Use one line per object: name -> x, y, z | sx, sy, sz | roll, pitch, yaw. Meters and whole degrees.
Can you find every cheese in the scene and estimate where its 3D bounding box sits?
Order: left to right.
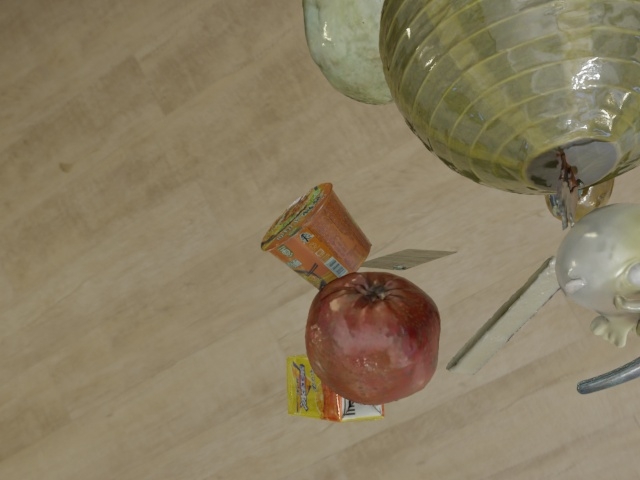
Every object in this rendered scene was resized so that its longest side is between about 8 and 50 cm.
cheese -> 0.431, 0.183, 1.773 | 0.085, 0.034, 0.400 | 18, 126, -24

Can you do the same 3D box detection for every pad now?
pad -> 0.219, 0.044, 1.985 | 0.160, 0.265, 0.009 | 3, 100, 40

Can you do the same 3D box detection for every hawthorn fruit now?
hawthorn fruit -> 0.109, 0.200, 1.541 | 0.276, 0.299, 0.275 | -9, 47, 10

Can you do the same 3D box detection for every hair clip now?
hair clip -> 0.484, 0.168, 1.138 | 0.230, 0.070, 0.039 | -32, 119, 3

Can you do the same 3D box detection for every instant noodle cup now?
instant noodle cup -> 0.000, 0.000, 1.846 | 0.230, 0.230, 0.182 | -40, 108, 16

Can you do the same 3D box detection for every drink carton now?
drink carton -> 0.025, 0.339, 1.811 | 0.111, 0.351, 0.154 | 1, 80, -21

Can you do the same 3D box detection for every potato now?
potato -> 0.525, -0.122, 1.569 | 0.137, 0.137, 0.175 | 1, 93, 19

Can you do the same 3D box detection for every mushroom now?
mushroom -> 0.094, -0.311, 0.929 | 0.190, 0.164, 0.267 | 39, 74, -25

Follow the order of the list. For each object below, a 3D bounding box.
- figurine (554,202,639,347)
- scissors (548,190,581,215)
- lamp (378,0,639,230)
figurine -> 0.565, 0.124, 1.275 | 0.227, 0.274, 0.394 | -36, 66, -28
scissors -> 0.383, -0.240, 1.347 | 0.029, 0.256, 0.383 | -13, 82, 8
lamp -> 0.168, -0.133, 0.564 | 0.250, 0.250, 0.284 | -12, 57, 19
